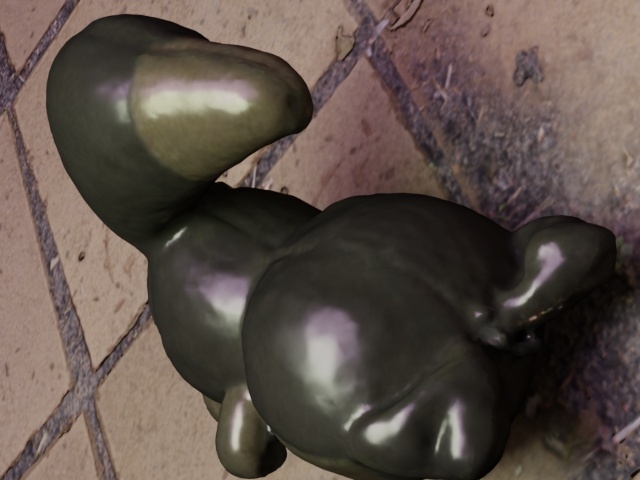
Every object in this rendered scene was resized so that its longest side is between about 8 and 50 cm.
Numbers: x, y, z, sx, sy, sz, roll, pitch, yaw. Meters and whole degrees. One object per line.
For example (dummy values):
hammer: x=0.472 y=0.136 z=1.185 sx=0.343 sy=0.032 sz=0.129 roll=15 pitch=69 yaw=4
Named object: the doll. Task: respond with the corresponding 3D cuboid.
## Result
doll: x=-0.018 y=0.026 z=1.000 sx=0.382 sy=0.378 sz=0.252 roll=1 pitch=59 yaw=47
